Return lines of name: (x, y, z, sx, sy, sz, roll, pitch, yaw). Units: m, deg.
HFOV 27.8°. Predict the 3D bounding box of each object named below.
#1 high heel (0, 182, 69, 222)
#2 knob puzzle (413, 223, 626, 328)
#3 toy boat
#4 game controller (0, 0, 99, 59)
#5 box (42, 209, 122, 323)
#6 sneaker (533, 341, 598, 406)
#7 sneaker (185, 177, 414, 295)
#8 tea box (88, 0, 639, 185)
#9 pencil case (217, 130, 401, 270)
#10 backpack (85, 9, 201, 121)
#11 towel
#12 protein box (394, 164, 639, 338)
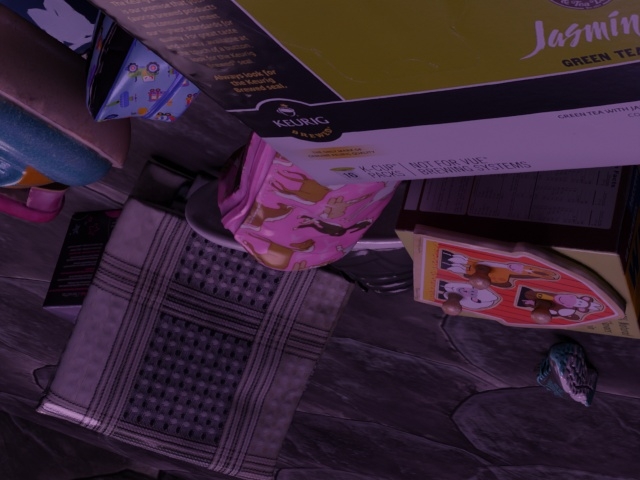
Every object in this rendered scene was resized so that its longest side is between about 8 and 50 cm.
high heel: (-0.431, -0.078, 1.579, 0.244, 0.082, 0.117, 9, 153, -22)
knob puzzle: (0.177, 0.051, 1.168, 0.213, 0.030, 0.213, 14, 158, 5)
toy boat: (-0.311, -0.122, 1.077, 0.318, 0.148, 0.267, 23, 174, 36)
game controller: (-0.241, -0.206, 1.134, 0.166, 0.067, 0.319, 28, 155, -32)
box: (-0.209, 0.055, 1.677, 0.247, 0.142, 0.163, -3, 153, 40)
sneaker: (0.322, 0.180, 1.750, 0.076, 0.065, 0.166, 9, 157, 27)
sneaker: (0.000, 0.000, 1.439, 0.296, 0.104, 0.147, 3, 152, 18)
tea box: (0.061, -0.201, 0.720, 0.329, 0.220, 0.323, -2, 154, 38)
pencil case: (0.007, -0.093, 1.125, 0.167, 0.160, 0.386, 16, 160, -5)
backpack: (-0.104, -0.161, 0.955, 0.117, 0.158, 0.173, 20, 119, -20)
towel: (-0.129, 0.101, 1.516, 0.312, 0.324, 0.056, 23, 179, -22)
protein box: (0.204, -0.016, 1.215, 0.201, 0.136, 0.200, 6, 157, 23)
